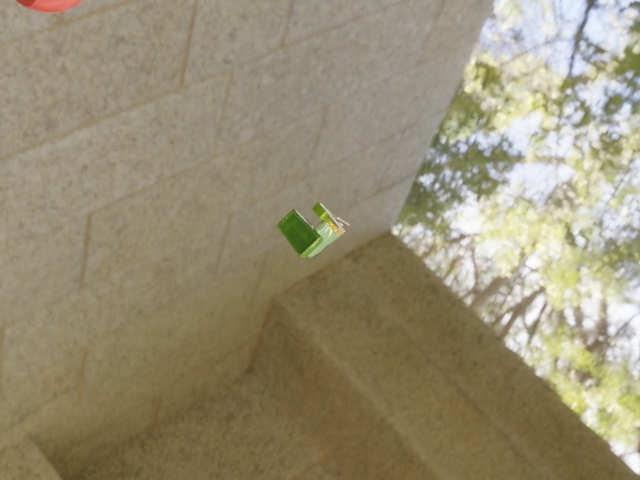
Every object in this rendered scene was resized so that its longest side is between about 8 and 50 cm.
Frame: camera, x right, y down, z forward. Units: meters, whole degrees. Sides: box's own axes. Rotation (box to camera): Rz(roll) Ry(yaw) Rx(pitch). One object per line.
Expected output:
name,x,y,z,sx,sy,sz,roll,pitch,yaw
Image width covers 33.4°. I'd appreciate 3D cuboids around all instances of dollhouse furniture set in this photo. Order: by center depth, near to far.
dollhouse furniture set,0.000,0.000,1.447,0.076,0.151,0.059,-43,-113,8

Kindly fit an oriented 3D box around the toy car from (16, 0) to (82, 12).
toy car,-0.154,-0.234,0.633,0.053,0.239,0.225,50,-160,17
